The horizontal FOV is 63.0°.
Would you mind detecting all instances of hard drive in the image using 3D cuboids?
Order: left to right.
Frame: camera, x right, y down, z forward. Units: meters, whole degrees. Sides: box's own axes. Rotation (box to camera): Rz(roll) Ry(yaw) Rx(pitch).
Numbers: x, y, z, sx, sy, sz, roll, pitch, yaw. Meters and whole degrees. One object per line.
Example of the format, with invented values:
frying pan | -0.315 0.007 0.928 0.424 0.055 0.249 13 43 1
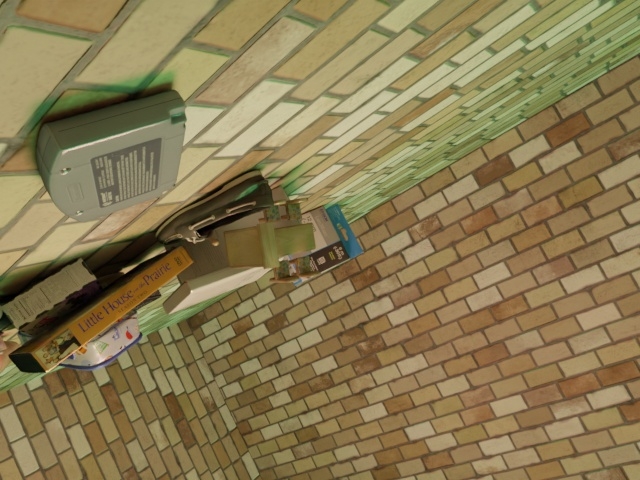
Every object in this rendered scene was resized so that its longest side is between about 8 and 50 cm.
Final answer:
hard drive | -0.275 0.116 1.490 0.308 0.040 0.203 -19 168 -40

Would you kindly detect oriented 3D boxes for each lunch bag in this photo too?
lunch bag | -0.695 0.274 1.501 0.304 0.114 0.243 1 -160 20

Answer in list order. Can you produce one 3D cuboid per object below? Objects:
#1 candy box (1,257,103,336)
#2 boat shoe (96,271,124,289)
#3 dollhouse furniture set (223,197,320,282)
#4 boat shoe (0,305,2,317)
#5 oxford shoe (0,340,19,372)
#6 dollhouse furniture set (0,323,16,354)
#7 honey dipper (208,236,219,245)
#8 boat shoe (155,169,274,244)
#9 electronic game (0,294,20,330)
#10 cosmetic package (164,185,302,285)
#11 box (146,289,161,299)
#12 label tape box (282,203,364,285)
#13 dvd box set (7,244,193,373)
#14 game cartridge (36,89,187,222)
candy box | -0.633 0.138 1.250 0.196 0.070 0.165 -37 179 -22
boat shoe | -0.637 0.142 1.490 0.170 0.059 0.063 -23 173 -30
dollhouse furniture set | -0.096 0.003 1.332 0.242 0.212 0.161 -11 -177 -41
boat shoe | -0.799 0.189 1.056 0.088 0.096 0.268 -31 178 44
oxford shoe | -1.098 0.427 1.590 0.397 0.140 0.146 -26 -178 8
dollhouse furniture set | -0.853 0.260 1.448 0.091 0.081 0.114 -30 174 26
honey dipper | -0.301 -0.015 1.373 0.031 0.030 0.161 -25 -155 -22
boat shoe | -0.263 -0.052 1.274 0.335 0.095 0.112 -29 174 19
electronic game | -0.817 0.200 1.246 0.229 0.048 0.229 -34 178 -1
cosmetic package | -0.240 0.003 1.573 0.385 0.156 0.217 -26 172 2
box | -0.634 0.183 1.703 0.156 0.093 0.158 -28 175 5
label tape box | 0.000 0.000 2.146 0.348 0.249 0.115 -25 174 -22
dvd box set | -0.550 0.171 1.315 0.308 0.062 0.420 -18 -161 49
game cartridge | -0.307 -0.112 0.775 0.196 0.060 0.294 -28 175 -24
